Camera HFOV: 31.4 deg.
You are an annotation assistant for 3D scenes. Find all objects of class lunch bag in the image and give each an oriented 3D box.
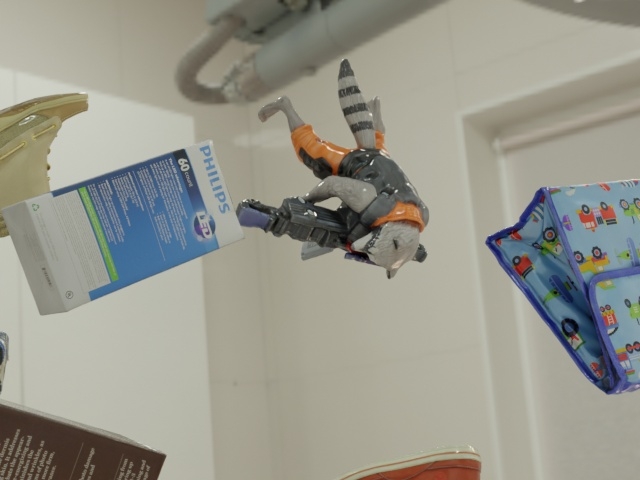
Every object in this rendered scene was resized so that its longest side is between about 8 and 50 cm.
[{"bbox_3d":[0.390,0.077,1.486,0.221,0.293,0.138,-7,-29,-37],"label":"lunch bag"}]

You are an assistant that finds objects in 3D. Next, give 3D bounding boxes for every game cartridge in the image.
[{"bbox_3d":[0.000,0.000,1.732,0.056,0.017,0.083,-21,25,17],"label":"game cartridge"}]

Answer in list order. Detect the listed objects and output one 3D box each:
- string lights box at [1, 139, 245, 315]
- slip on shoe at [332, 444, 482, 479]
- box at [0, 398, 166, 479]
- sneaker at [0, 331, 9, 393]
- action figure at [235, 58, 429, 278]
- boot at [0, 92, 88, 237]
[{"bbox_3d":[-0.227,-0.019,1.350,0.259,0.133,0.076,-23,7,-37],"label":"string lights box"},{"bbox_3d":[0.123,0.426,1.888,0.331,0.101,0.123,-23,-32,32],"label":"slip on shoe"},{"bbox_3d":[-0.414,0.314,1.501,0.381,0.191,0.143,28,-13,-39],"label":"box"},{"bbox_3d":[-0.542,0.210,1.898,0.052,0.135,0.058,21,29,-3],"label":"sneaker"},{"bbox_3d":[0.031,-0.092,1.623,0.341,0.330,0.178,5,-44,-42],"label":"action figure"},{"bbox_3d":[-0.479,-0.134,1.939,0.095,0.203,0.262,-4,20,40],"label":"boot"}]
